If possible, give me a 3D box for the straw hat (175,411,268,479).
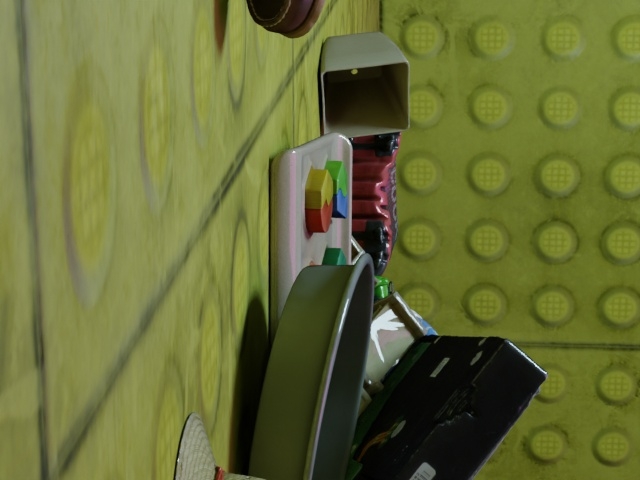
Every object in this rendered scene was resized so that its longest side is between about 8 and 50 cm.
[{"bbox_3d":[-0.052,0.175,0.968,0.144,0.061,0.144,2,90,-86],"label":"straw hat"}]

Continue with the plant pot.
[{"bbox_3d":[0.049,-0.203,1.938,0.096,0.109,0.109,-102,-173,-46],"label":"plant pot"}]

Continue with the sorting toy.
[{"bbox_3d":[0.000,0.000,1.479,0.208,0.038,0.193,-28,120,-72],"label":"sorting toy"}]

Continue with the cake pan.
[{"bbox_3d":[-0.008,0.151,1.304,0.293,0.054,0.293,10,90,-82],"label":"cake pan"}]

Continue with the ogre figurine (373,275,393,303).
[{"bbox_3d":[0.037,0.104,1.840,0.197,0.097,0.118,-30,120,-85],"label":"ogre figurine"}]

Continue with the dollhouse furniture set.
[{"bbox_3d":[-0.008,0.101,1.632,0.161,0.101,0.182,52,45,-7],"label":"dollhouse furniture set"}]

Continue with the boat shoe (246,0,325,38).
[{"bbox_3d":[-0.037,-0.246,1.072,0.073,0.073,0.207,7,79,-48],"label":"boat shoe"}]

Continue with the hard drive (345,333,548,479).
[{"bbox_3d":[0.087,0.201,1.529,0.237,0.064,0.339,-50,-174,-9],"label":"hard drive"}]

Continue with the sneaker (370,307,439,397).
[{"bbox_3d":[0.056,0.169,1.751,0.080,0.081,0.211,39,82,-39],"label":"sneaker"}]

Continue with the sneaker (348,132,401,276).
[{"bbox_3d":[0.055,-0.070,2.031,0.135,0.097,0.276,68,26,-78],"label":"sneaker"}]
